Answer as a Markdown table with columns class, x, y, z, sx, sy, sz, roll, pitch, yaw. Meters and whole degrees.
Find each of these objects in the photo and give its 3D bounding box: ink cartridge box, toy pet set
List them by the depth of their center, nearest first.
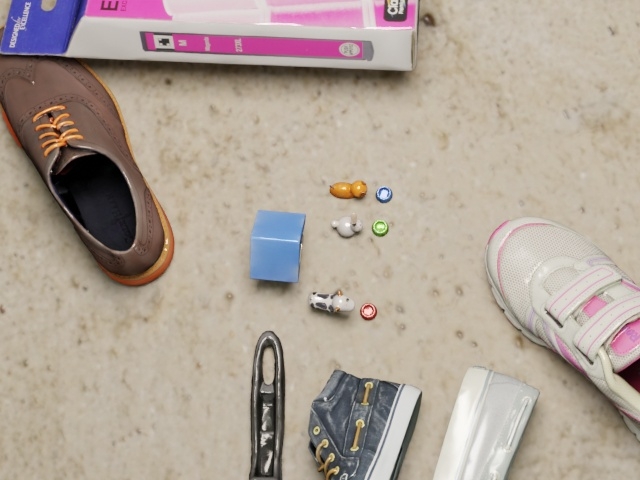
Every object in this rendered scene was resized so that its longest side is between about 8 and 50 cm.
| class | x | y | z | sx | sy | sz | roll | pitch | yaw |
| --- | --- | --- | --- | --- | --- | --- | --- | --- | --- |
| toy pet set | 0.000 | 0.000 | 1.255 | 0.114 | 0.065 | 0.122 | 6 | 79 | 4 |
| ink cartridge box | -0.094 | -0.240 | 1.284 | 0.371 | 0.069 | 0.175 | 2 | 58 | 5 |

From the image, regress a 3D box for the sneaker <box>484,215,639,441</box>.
| class | x | y | z | sx | sy | sz | roll | pitch | yaw |
| --- | --- | --- | --- | --- | --- | --- | --- | --- | --- |
| sneaker | 0.242 | 0.070 | 1.202 | 0.252 | 0.111 | 0.103 | 42 | 84 | 10 |

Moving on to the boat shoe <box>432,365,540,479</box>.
| class | x | y | z | sx | sy | sz | roll | pitch | yaw |
| --- | --- | --- | --- | --- | --- | --- | --- | --- | --- |
| boat shoe | 0.131 | 0.218 | 1.196 | 0.081 | 0.079 | 0.227 | 13 | 77 | 10 |

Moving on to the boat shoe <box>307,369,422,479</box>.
| class | x | y | z | sx | sy | sz | roll | pitch | yaw |
| --- | --- | --- | --- | --- | --- | --- | --- | --- | --- |
| boat shoe | 0.021 | 0.188 | 1.195 | 0.083 | 0.065 | 0.183 | 13 | 48 | 12 |

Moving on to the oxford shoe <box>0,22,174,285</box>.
| class | x | y | z | sx | sy | sz | roll | pitch | yaw |
| --- | --- | --- | --- | --- | --- | --- | --- | --- | --- |
| oxford shoe | -0.215 | -0.090 | 1.268 | 0.097 | 0.098 | 0.271 | -34 | 78 | -3 |

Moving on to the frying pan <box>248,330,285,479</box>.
| class | x | y | z | sx | sy | sz | roll | pitch | yaw |
| --- | --- | --- | --- | --- | --- | --- | --- | --- | --- |
| frying pan | -0.024 | 0.259 | 1.217 | 0.197 | 0.053 | 0.326 | 22 | 84 | 6 |
